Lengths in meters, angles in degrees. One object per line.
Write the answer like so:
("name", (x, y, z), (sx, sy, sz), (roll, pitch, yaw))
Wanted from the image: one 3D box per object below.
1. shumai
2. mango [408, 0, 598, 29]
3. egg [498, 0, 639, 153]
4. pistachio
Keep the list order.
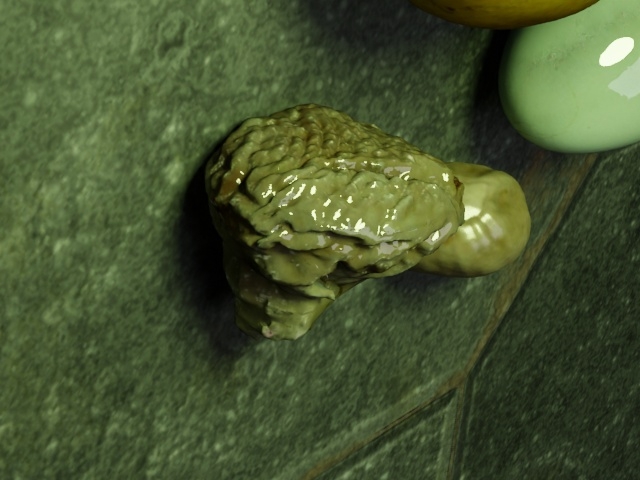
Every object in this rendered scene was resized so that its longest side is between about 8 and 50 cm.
("shumai", (0.000, 0.000, 1.206), (0.206, 0.166, 0.175), (-3, 126, -27))
("mango", (0.173, -0.304, 1.177), (0.446, 0.232, 0.300), (-4, 113, -61))
("egg", (0.271, -0.179, 1.429), (0.264, 0.183, 0.182), (-36, 138, -27))
("pistachio", (0.136, -0.013, 1.426), (0.126, 0.108, 0.185), (-49, 159, 20))
